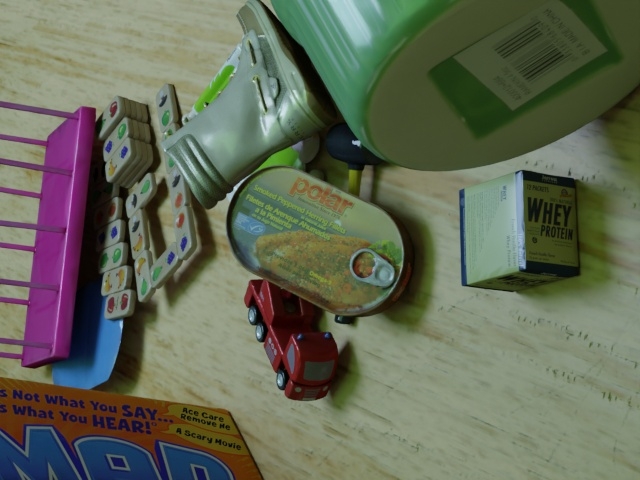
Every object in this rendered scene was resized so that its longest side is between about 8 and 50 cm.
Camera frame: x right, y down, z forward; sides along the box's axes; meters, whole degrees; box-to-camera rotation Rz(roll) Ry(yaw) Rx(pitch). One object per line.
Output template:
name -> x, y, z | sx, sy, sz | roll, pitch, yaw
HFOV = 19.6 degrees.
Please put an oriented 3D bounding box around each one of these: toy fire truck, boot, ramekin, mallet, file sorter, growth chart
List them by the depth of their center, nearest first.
ramekin -> 0.126, -0.184, 1.380 | 0.303, 0.303, 0.148 | -50, 53, 40
mallet -> 0.034, -0.017, 1.722 | 0.062, 0.039, 0.189 | -2, 87, 54
toy fire truck -> -0.025, 0.042, 1.762 | 0.192, 0.047, 0.135 | -116, 34, -41
boot -> -0.085, -0.136, 1.814 | 0.165, 0.077, 0.213 | -38, 40, 10
growth chart -> -0.068, -0.101, 1.902 | 0.172, 0.021, 0.237 | -54, 43, 35
file sorter -> -0.386, -0.010, 2.168 | 0.202, 0.182, 0.290 | 159, 118, -70

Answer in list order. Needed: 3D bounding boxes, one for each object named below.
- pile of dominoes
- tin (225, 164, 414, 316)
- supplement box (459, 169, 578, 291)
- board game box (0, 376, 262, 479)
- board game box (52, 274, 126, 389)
pile of dominoes -> -0.217, -0.042, 2.071 | 0.196, 0.040, 0.251 | -46, 42, 38
tin -> 0.000, 0.000, 1.691 | 0.190, 0.040, 0.106 | 27, 99, 27
supplement box -> 0.160, -0.007, 1.503 | 0.083, 0.056, 0.083 | -19, 68, 54
board game box -> -0.254, 0.385, 1.760 | 0.356, 0.357, 0.356 | -58, 40, 25
board game box -> -0.256, 0.114, 2.138 | 0.169, 0.033, 0.133 | -28, 55, 49
